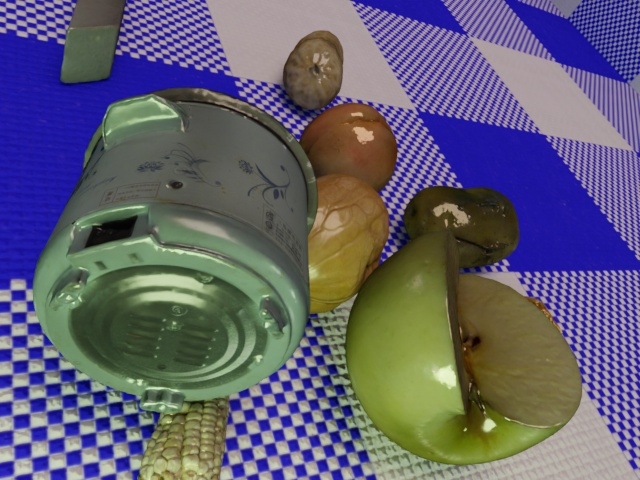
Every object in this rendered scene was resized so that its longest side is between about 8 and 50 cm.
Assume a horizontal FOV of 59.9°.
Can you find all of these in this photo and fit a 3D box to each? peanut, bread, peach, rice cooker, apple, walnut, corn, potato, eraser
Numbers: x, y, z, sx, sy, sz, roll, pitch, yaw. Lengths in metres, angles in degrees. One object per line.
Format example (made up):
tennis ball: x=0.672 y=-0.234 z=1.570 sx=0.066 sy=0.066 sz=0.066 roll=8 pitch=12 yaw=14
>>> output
peanut: x=-0.011 y=-0.372 z=1.191 sx=0.129 sy=0.129 sz=0.224 roll=21 pitch=41 yaw=-15
bread: x=0.394 y=0.153 z=1.028 sx=0.083 sy=0.044 sz=0.110 roll=-6 pitch=54 yaw=-32
peach: x=0.052 y=-0.159 z=1.000 sx=0.184 sy=0.184 sz=0.184 roll=18 pitch=45 yaw=-18
rice cooker: x=-0.135 y=-0.003 z=0.579 sx=0.265 sy=0.316 sz=0.316 roll=-16 pitch=49 yaw=11
apple: x=0.162 y=0.149 z=0.738 sx=0.295 sy=0.233 sz=0.257 roll=30 pitch=33 yaw=-28
walnut: x=0.000 y=0.000 z=0.803 sx=0.193 sy=0.193 sz=0.226 roll=41 pitch=52 yaw=7
corn: x=-0.144 y=0.196 z=0.621 sx=0.087 sy=0.087 sz=0.210 roll=18 pitch=40 yaw=-18
potato: x=0.270 y=-0.030 z=1.042 sx=0.249 sy=0.143 sz=0.169 roll=6 pitch=39 yaw=-27
eraser: x=-0.394 y=-0.414 z=0.997 sx=0.078 sy=0.111 sz=0.352 roll=11 pitch=47 yaw=-22
